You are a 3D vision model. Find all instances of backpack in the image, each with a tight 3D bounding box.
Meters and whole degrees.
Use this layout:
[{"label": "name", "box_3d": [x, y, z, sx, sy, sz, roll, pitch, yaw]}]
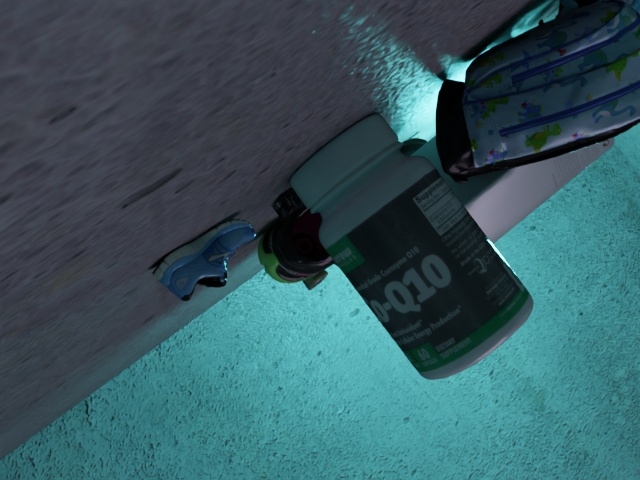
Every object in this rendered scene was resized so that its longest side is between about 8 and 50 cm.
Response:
[{"label": "backpack", "box_3d": [0.383, -0.251, 1.098, 0.355, 0.273, 0.290, -1, -162, 18]}]

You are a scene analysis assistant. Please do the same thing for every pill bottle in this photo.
[{"label": "pill bottle", "box_3d": [0.128, 0.006, 0.966, 0.204, 0.361, 0.204, -37, 178, -1]}]

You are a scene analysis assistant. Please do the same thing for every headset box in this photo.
[{"label": "headset box", "box_3d": [-0.034, -0.075, 1.080, 0.083, 0.032, 0.062, -35, 178, -23]}]

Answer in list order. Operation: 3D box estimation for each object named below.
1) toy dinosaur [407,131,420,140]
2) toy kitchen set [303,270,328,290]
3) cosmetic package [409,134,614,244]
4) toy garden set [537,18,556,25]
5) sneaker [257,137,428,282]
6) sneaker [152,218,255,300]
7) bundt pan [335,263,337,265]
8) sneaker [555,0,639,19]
[{"label": "toy dinosaur", "box_3d": [0.250, -0.264, 1.797, 0.082, 0.047, 0.090, -12, 173, -39]}, {"label": "toy kitchen set", "box_3d": [0.000, 0.000, 1.600, 0.207, 0.166, 0.122, -36, 178, -24]}, {"label": "cosmetic package", "box_3d": [0.368, -0.168, 1.325, 0.385, 0.156, 0.217, -39, -138, -4]}, {"label": "toy garden set", "box_3d": [0.473, -0.440, 1.359, 0.244, 0.049, 0.204, -38, 177, 0]}, {"label": "sneaker", "box_3d": [0.090, -0.065, 1.414, 0.483, 0.185, 0.202, -38, -177, -18]}, {"label": "sneaker", "box_3d": [-0.146, 0.030, 0.878, 0.162, 0.073, 0.063, -36, 178, -39]}, {"label": "bundt pan", "box_3d": [0.115, -0.062, 1.702, 0.331, 0.124, 0.331, -62, -175, 9]}, {"label": "sneaker", "box_3d": [0.468, -0.399, 1.217, 0.262, 0.125, 0.104, -43, -157, 18]}]
